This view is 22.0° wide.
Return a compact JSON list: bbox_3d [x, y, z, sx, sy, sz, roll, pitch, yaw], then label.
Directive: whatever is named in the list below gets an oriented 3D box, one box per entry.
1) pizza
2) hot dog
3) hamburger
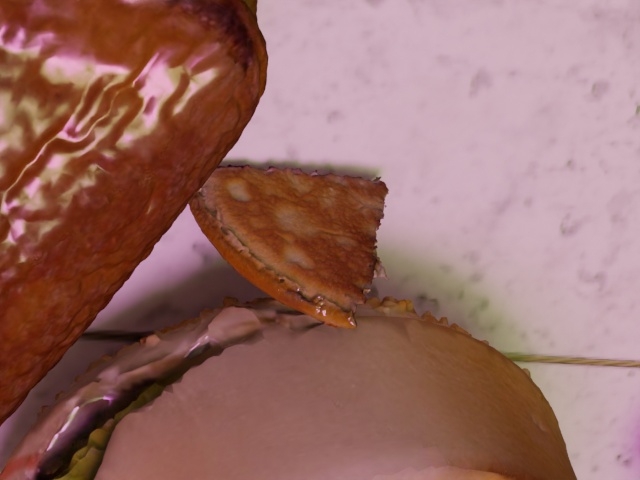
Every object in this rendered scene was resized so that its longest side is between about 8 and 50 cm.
[{"bbox_3d":[-0.007,0.008,0.721,0.100,0.099,0.029,-1,133,-21],"label":"pizza"},{"bbox_3d":[-0.141,-0.028,0.635,0.196,0.122,0.272,32,100,-35],"label":"hot dog"},{"bbox_3d":[-0.012,0.159,0.766,0.302,0.170,0.302,-13,124,-19],"label":"hamburger"}]
